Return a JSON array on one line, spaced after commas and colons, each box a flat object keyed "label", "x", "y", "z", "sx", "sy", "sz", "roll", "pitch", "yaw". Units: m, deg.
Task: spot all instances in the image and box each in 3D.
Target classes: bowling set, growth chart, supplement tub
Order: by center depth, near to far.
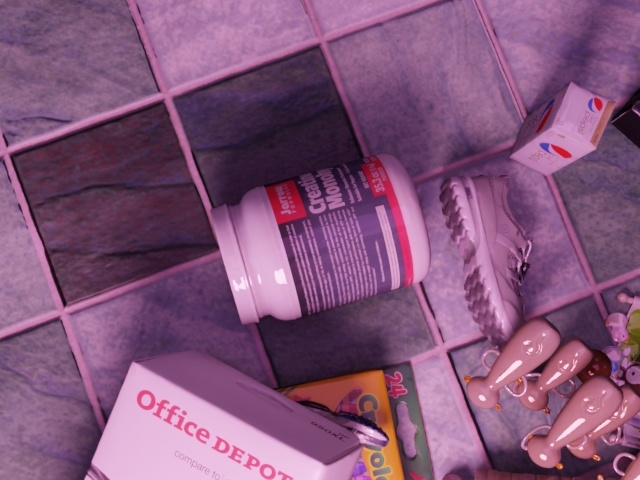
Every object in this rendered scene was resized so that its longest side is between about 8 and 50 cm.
[{"label": "supplement tub", "x": 0.000, "y": 0.000, "z": 1.326, "sx": 0.272, "sy": 0.191, "sz": 0.191, "roll": -16, "pitch": 85, "yaw": -5}, {"label": "bowling set", "x": 0.357, "y": 0.239, "z": 1.338, "sx": 0.287, "sy": 0.200, "sz": 0.154, "roll": 46, "pitch": 105, "yaw": 14}, {"label": "growth chart", "x": 0.500, "y": 0.204, "z": 1.423, "sx": 0.171, "sy": 0.021, "sz": 0.237, "roll": 8, "pitch": 83, "yaw": -2}]

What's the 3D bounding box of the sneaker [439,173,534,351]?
[{"label": "sneaker", "x": 0.267, "y": 0.032, "z": 1.384, "sx": 0.115, "sy": 0.105, "sz": 0.281, "roll": -14, "pitch": 88, "yaw": -12}]

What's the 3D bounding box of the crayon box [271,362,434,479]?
[{"label": "crayon box", "x": -0.002, "y": 0.298, "z": 1.350, "sx": 0.318, "sy": 0.081, "sz": 0.202, "roll": -11, "pitch": 84, "yaw": -5}]

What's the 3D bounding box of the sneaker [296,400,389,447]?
[{"label": "sneaker", "x": 0.025, "y": 0.261, "z": 1.295, "sx": 0.135, "sy": 0.052, "sz": 0.058, "roll": 16, "pitch": 92, "yaw": 6}]

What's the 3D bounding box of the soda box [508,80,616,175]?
[{"label": "soda box", "x": 0.336, "y": -0.153, "z": 1.350, "sx": 0.069, "sy": 0.216, "sz": 0.074, "roll": 25, "pitch": 83, "yaw": -1}]

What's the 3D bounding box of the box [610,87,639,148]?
[{"label": "box", "x": 0.601, "y": -0.165, "z": 1.426, "sx": 0.261, "sy": 0.103, "sz": 0.184, "roll": 43, "pitch": 85, "yaw": 2}]

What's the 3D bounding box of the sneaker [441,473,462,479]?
[{"label": "sneaker", "x": 0.186, "y": 0.404, "z": 1.356, "sx": 0.050, "sy": 0.070, "sz": 0.134, "roll": 7, "pitch": 85, "yaw": -4}]

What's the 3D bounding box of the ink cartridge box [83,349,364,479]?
[{"label": "ink cartridge box", "x": -0.161, "y": 0.376, "z": 1.214, "sx": 0.285, "sy": 0.166, "sz": 0.395, "roll": 24, "pitch": 96, "yaw": 18}]

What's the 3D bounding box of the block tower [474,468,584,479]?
[{"label": "block tower", "x": 0.377, "y": 0.388, "z": 1.304, "sx": 0.335, "sy": 0.097, "sz": 0.091, "roll": 3, "pitch": 117, "yaw": 12}]
